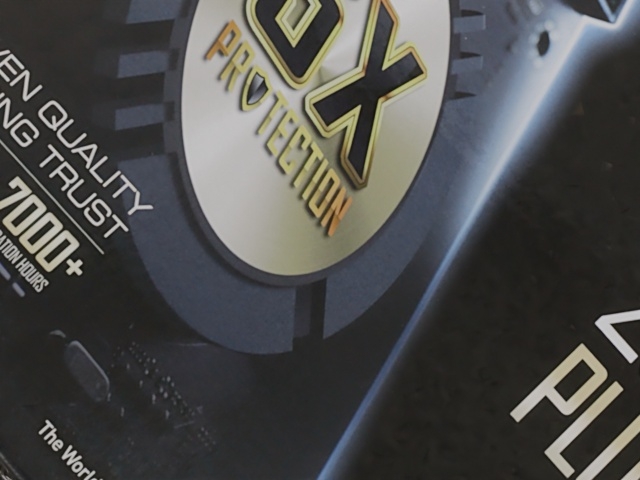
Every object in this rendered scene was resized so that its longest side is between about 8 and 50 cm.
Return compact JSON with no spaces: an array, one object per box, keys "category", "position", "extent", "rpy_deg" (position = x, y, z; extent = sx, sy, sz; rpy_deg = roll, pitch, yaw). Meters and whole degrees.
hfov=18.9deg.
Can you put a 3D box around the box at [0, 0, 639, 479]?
[{"category":"box","position":[0.000,0.000,0.360],"extent":[0.147,0.077,0.180],"rpy_deg":[-42,91,-14]}]
